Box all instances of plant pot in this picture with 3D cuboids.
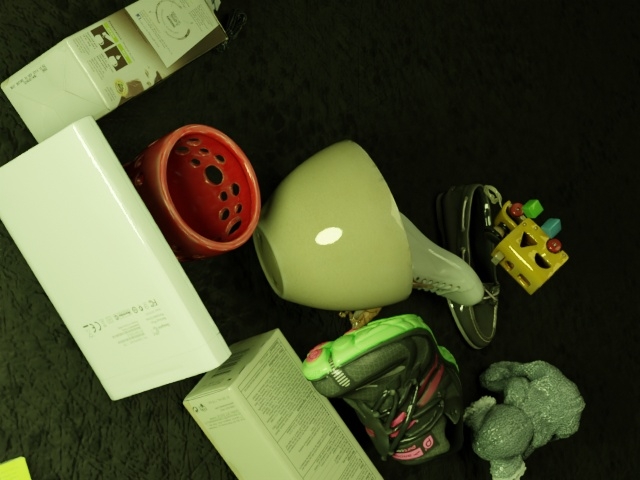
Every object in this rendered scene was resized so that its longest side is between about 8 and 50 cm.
[{"bbox_3d":[-0.212,-0.054,1.648,0.191,0.174,0.191,24,56,-41],"label":"plant pot"},{"bbox_3d":[0.000,0.000,1.827,0.191,0.284,0.284,-21,89,-14],"label":"plant pot"}]

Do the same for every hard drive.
[{"bbox_3d":[-0.287,0.033,1.479,0.047,0.233,0.353,-40,104,-47],"label":"hard drive"}]

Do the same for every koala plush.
[{"bbox_3d":[0.365,0.342,2.124,0.221,0.203,0.196,-24,91,-38],"label":"koala plush"}]

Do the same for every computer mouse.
[{"bbox_3d":[-0.200,-0.424,1.929,0.193,0.042,0.106,52,44,-19],"label":"computer mouse"}]

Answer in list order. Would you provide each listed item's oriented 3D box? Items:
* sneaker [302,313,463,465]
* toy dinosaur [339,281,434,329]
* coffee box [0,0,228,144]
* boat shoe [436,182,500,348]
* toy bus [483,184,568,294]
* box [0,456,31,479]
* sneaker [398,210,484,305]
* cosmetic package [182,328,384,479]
[{"bbox_3d":[0.134,0.250,1.802,0.483,0.185,0.202,30,39,-57],"label":"sneaker"},{"bbox_3d":[0.092,0.108,2.001,0.211,0.064,0.112,-45,112,-24],"label":"toy dinosaur"},{"bbox_3d":[-0.296,-0.266,1.655,0.119,0.168,0.297,58,41,-12],"label":"coffee box"},{"bbox_3d":[0.308,0.045,2.245,0.112,0.095,0.335,7,68,-47],"label":"boat shoe"},{"bbox_3d":[0.382,0.011,2.200,0.104,0.202,0.191,-41,123,-18],"label":"toy bus"},{"bbox_3d":[-0.388,0.366,1.368,0.109,0.042,0.178,-14,84,-49],"label":"box"},{"bbox_3d":[0.183,0.064,2.107,0.290,0.106,0.123,36,58,-22],"label":"sneaker"},{"bbox_3d":[-0.052,0.308,1.716,0.309,0.113,0.160,58,41,-13],"label":"cosmetic package"}]
